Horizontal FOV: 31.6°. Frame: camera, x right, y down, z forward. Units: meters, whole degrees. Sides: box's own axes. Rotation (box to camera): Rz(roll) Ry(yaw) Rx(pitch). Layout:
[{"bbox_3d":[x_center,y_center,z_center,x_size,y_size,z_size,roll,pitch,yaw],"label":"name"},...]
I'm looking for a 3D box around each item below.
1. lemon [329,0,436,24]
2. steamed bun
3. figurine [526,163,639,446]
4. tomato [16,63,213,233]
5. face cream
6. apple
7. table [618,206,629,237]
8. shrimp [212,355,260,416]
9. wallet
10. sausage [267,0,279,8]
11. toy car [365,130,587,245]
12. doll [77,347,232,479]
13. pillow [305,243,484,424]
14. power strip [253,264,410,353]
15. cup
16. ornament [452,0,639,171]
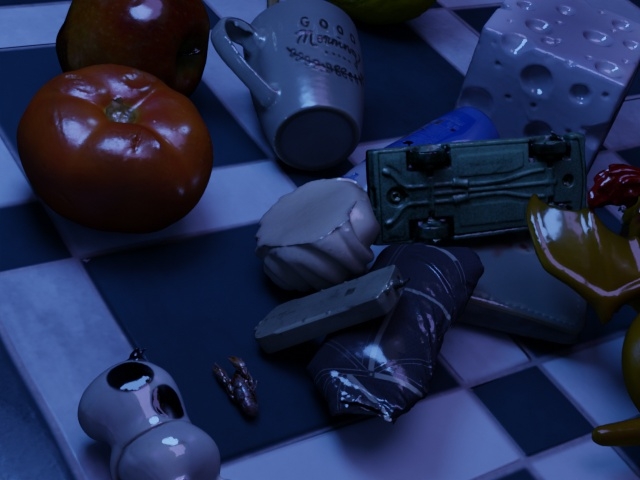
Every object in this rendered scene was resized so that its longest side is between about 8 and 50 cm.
[{"bbox_3d":[0.111,-0.546,2.107,0.297,0.297,0.297,10,38,-8],"label":"lemon"},{"bbox_3d":[0.000,0.000,1.503,0.183,0.106,0.183,-21,30,13],"label":"steamed bun"},{"bbox_3d":[0.462,0.086,1.444,0.401,0.268,0.387,2,58,5],"label":"figurine"},{"bbox_3d":[-0.271,-0.112,1.503,0.260,0.180,0.260,9,40,-7],"label":"tomato"},{"bbox_3d":[0.136,-0.107,1.675,0.264,0.083,0.149,-29,26,-18],"label":"face cream"},{"bbox_3d":[-0.285,-0.297,1.705,0.230,0.230,0.230,10,38,-8],"label":"apple"},{"bbox_3d":[0.497,-0.015,1.745,0.082,0.083,0.070,27,35,25],"label":"table"},{"bbox_3d":[-0.095,0.167,1.336,0.092,0.038,0.029,45,4,33],"label":"shrimp"},{"bbox_3d":[0.276,0.004,1.643,0.252,0.083,0.360,11,39,2],"label":"wallet"},{"bbox_3d":[-0.089,-0.448,2.118,0.024,0.024,0.132,9,39,-9],"label":"sausage"},{"bbox_3d":[0.217,-0.079,1.576,0.320,0.141,0.097,-6,10,-14],"label":"toy car"},{"bbox_3d":[-0.177,0.210,1.198,0.110,0.107,0.181,5,40,-49],"label":"doll"},{"bbox_3d":[0.092,0.107,1.397,0.161,0.092,0.335,-3,31,31],"label":"pillow"},{"bbox_3d":[0.015,0.083,1.372,0.029,0.227,0.080,58,33,-17],"label":"power strip"},{"bbox_3d":[-0.051,-0.244,1.732,0.258,0.186,0.234,21,40,-27],"label":"cup"},{"bbox_3d":[0.373,-0.249,1.860,0.240,0.239,0.240,25,39,12],"label":"ornament"}]
